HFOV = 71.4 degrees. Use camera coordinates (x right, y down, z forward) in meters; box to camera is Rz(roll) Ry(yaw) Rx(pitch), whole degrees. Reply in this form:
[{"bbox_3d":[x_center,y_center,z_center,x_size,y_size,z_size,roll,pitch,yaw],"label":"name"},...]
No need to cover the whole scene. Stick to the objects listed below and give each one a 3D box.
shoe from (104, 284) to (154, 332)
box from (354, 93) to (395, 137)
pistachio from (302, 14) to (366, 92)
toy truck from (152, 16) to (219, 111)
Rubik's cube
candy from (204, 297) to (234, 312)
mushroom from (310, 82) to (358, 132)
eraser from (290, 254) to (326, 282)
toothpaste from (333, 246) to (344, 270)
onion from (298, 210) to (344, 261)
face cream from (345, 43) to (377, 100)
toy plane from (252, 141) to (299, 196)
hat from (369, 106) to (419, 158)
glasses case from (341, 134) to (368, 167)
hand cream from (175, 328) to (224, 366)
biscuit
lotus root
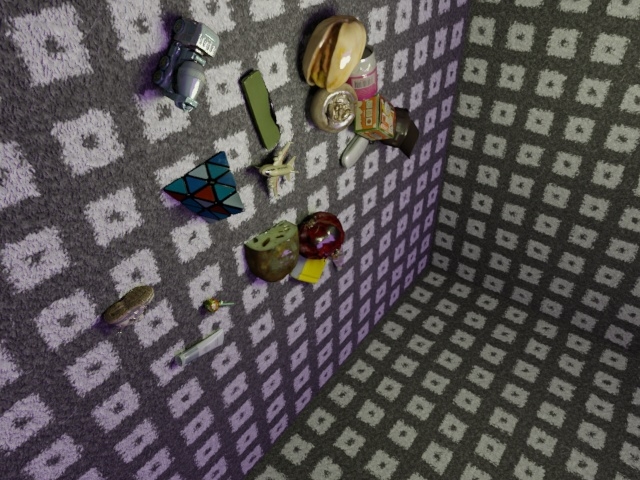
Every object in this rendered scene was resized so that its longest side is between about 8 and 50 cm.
[{"bbox_3d":[-0.638,0.238,1.521,0.180,0.089,0.092,-42,142,-30],"label":"shoe"},{"bbox_3d":[0.275,-0.616,2.248,0.194,0.148,0.178,5,86,-59],"label":"box"},{"bbox_3d":[0.060,-0.754,1.780,0.229,0.229,0.309,9,109,-59],"label":"pistachio"},{"bbox_3d":[-0.386,-0.515,1.316,0.108,0.140,0.257,19,95,-60],"label":"toy truck"},{"bbox_3d":[-0.428,-0.127,1.608,0.249,0.284,0.234,-15,151,-24],"label":"Rubik's cube"},{"bbox_3d":[-0.432,0.279,1.933,0.061,0.060,0.201,-68,159,4],"label":"candy"},{"bbox_3d":[0.067,-0.578,1.942,0.226,0.178,0.227,-22,128,-30],"label":"mushroom"},{"bbox_3d":[-0.063,0.143,2.391,0.226,0.069,0.158,24,92,-60],"label":"eraser"},{"bbox_3d":[0.108,0.052,2.625,0.075,0.048,0.301,-33,135,-37],"label":"toothpaste"},{"bbox_3d":[-0.008,-0.015,2.218,0.280,0.221,0.281,-9,102,-46],"label":"onion"},{"bbox_3d":[0.166,-0.752,1.992,0.175,0.175,0.195,-47,147,-28],"label":"face cream"},{"bbox_3d":[-0.180,-0.294,1.848,0.256,0.104,0.242,-12,123,-55],"label":"toy plane"},{"bbox_3d":[0.379,-0.585,2.400,0.208,0.336,0.238,-2,140,-17],"label":"hat"},{"bbox_3d":[0.184,-0.479,2.337,0.233,0.059,0.092,-55,145,-22],"label":"glasses case"},{"bbox_3d":[-0.513,0.463,1.926,0.255,0.048,0.080,-23,129,-51],"label":"hand cream"},{"bbox_3d":[-0.222,-0.492,1.701,0.099,0.038,0.323,-47,147,-23],"label":"biscuit"},{"bbox_3d":[-0.203,0.086,2.053,0.267,0.149,0.261,-33,137,-38],"label":"lotus root"}]
